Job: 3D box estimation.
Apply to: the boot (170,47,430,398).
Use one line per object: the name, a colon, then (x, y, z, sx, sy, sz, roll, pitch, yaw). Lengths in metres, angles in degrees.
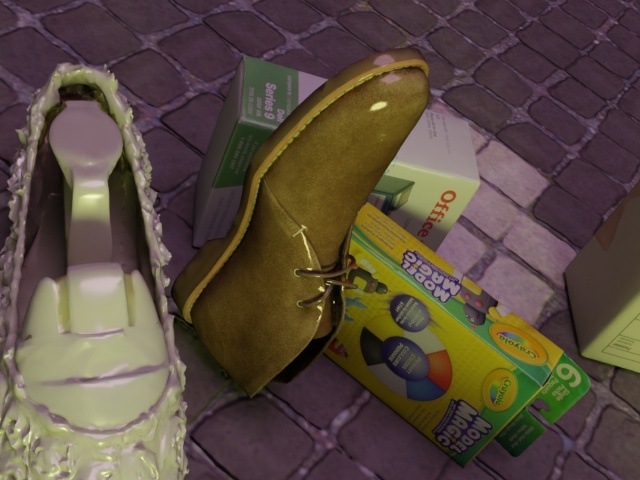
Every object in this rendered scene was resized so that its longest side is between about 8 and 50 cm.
boot: (0.000, 0.000, 0.614, 0.112, 0.305, 0.115, -11, 60, -40)

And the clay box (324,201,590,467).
clay box: (0.089, 0.086, 0.706, 0.222, 0.127, 0.053, 38, 44, 12)

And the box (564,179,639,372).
box: (0.369, -0.009, 0.805, 0.148, 0.311, 0.121, 16, 44, -14)

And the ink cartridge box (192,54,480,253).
ink cartridge box: (0.010, -0.052, 0.776, 0.213, 0.154, 0.093, 13, 45, -17)

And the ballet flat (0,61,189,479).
ballet flat: (-0.173, 0.024, 0.628, 0.147, 0.147, 0.408, 4, 49, -24)
